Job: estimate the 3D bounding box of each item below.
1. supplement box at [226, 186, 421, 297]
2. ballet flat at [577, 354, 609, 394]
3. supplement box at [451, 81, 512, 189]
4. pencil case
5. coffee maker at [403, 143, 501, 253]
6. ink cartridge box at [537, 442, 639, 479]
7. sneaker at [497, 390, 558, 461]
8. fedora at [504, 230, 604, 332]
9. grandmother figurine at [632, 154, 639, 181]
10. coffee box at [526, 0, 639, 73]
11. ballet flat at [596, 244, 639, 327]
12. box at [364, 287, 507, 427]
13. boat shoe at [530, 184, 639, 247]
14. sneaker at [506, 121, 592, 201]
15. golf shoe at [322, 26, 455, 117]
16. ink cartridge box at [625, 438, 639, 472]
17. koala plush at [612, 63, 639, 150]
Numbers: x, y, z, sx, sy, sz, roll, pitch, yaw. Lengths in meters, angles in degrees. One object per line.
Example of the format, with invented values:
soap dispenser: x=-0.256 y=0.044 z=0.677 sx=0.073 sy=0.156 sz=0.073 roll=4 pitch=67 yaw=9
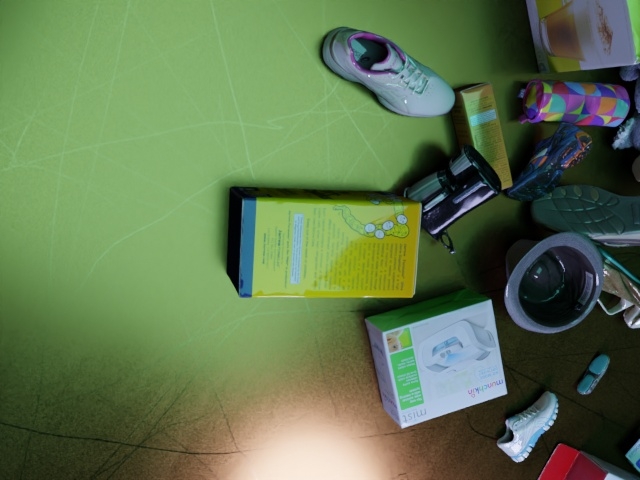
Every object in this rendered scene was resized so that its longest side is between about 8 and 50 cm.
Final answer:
supplement box: x=0.000 y=0.000 z=1.474 sx=0.356 sy=0.194 sz=0.196 roll=1 pitch=100 yaw=-15
ballet flat: x=0.675 y=0.332 z=1.795 sx=0.041 sy=0.041 sz=0.114 roll=35 pitch=90 yaw=-18
supplement box: x=0.348 y=-0.221 z=1.584 sx=0.080 sy=0.078 sz=0.234 roll=-20 pitch=104 yaw=-10
pencil case: x=0.560 y=-0.303 z=1.613 sx=0.236 sy=0.104 sz=0.105 roll=1 pitch=100 yaw=-13
coffee maker: x=0.294 y=-0.092 z=1.545 sx=0.178 sy=0.120 sz=0.171 roll=-35 pitch=124 yaw=27
ink cartridge box: x=0.653 y=0.701 z=1.805 sx=0.271 sy=0.130 sz=0.310 roll=26 pitch=93 yaw=-16
sneaker: x=0.495 y=0.437 z=1.749 sx=0.082 sy=0.071 sz=0.191 roll=33 pitch=90 yaw=-12
fedora: x=0.505 y=0.079 z=1.646 sx=0.275 sy=0.124 sz=0.244 roll=34 pitch=99 yaw=-29
grandmother figurine: x=0.889 y=-0.121 z=1.629 sx=0.342 sy=0.208 sz=0.104 roll=22 pitch=71 yaw=-14
coffee box: x=0.641 y=-0.553 z=1.464 sx=0.338 sy=0.334 sz=0.338 roll=-19 pitch=104 yaw=-11
ballet flat: x=0.746 y=0.138 z=1.745 sx=0.342 sy=0.116 sz=0.124 roll=28 pitch=112 yaw=-17
box: x=0.256 y=0.258 z=1.625 sx=0.261 sy=0.127 sz=0.231 roll=-14 pitch=101 yaw=-13
boat shoe: x=0.653 y=-0.035 z=1.657 sx=0.355 sy=0.130 sz=0.133 roll=7 pitch=64 yaw=7
sneaker: x=0.499 y=-0.171 z=1.613 sx=0.083 sy=0.087 sz=0.221 roll=24 pitch=125 yaw=-34
golf shoe: x=0.151 y=-0.335 z=1.478 sx=0.306 sy=0.140 sz=0.115 roll=22 pitch=92 yaw=-16
ink cartridge box: x=0.899 y=0.532 z=1.880 sx=0.206 sy=0.045 sz=0.208 roll=-46 pitch=108 yaw=-2
koala plush: x=0.762 y=-0.291 z=1.635 sx=0.196 sy=0.203 sz=0.221 roll=10 pitch=123 yaw=0
